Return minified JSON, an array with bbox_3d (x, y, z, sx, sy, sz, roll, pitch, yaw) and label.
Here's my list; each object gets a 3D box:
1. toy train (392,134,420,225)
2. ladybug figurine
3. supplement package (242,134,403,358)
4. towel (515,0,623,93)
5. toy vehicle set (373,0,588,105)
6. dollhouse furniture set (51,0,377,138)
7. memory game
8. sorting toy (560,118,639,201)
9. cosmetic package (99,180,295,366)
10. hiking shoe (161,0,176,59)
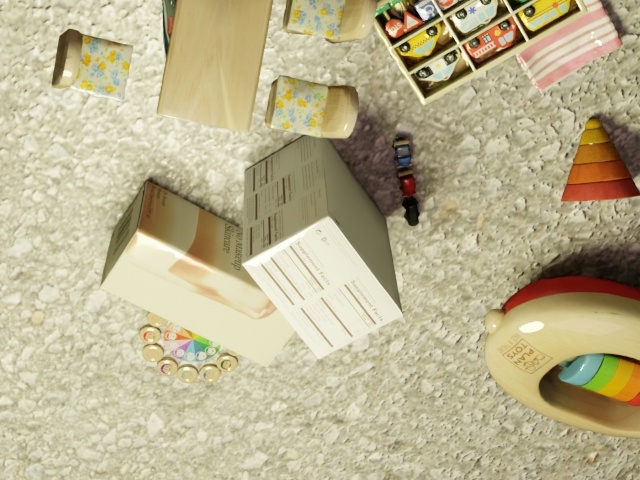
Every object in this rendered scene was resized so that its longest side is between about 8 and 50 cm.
[{"bbox_3d":[0.133,-0.090,1.783,0.027,0.036,0.158,-10,122,3],"label":"toy train"},{"bbox_3d":[0.464,0.179,1.876,0.449,0.162,0.305,23,137,-19],"label":"ladybug figurine"},{"bbox_3d":[0.000,0.000,1.700,0.145,0.262,0.204,-29,120,16],"label":"supplement package"},{"bbox_3d":[0.329,-0.320,1.653,0.144,0.029,0.197,-31,119,15],"label":"towel"},{"bbox_3d":[0.216,-0.325,1.616,0.266,0.035,0.166,-29,112,19],"label":"toy vehicle set"},{"bbox_3d":[-0.099,-0.334,1.386,0.362,0.256,0.394,10,93,-19],"label":"dollhouse furniture set"},{"bbox_3d":[-0.213,0.168,1.943,0.186,0.012,0.186,-1,123,-2],"label":"memory game"},{"bbox_3d":[0.541,-0.137,1.758,0.365,0.127,0.126,-7,93,-2],"label":"sorting toy"},{"bbox_3d":[-0.175,0.052,1.791,0.296,0.153,0.129,27,118,-20],"label":"cosmetic package"},{"bbox_3d":[-0.179,-0.335,1.568,0.113,0.132,0.304,-1,100,-19],"label":"hiking shoe"}]
